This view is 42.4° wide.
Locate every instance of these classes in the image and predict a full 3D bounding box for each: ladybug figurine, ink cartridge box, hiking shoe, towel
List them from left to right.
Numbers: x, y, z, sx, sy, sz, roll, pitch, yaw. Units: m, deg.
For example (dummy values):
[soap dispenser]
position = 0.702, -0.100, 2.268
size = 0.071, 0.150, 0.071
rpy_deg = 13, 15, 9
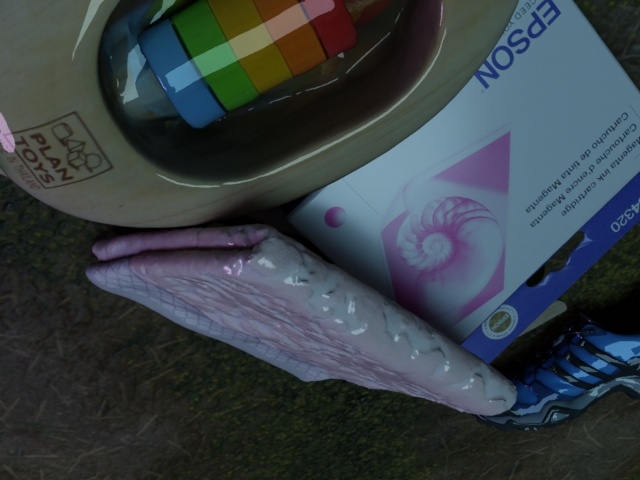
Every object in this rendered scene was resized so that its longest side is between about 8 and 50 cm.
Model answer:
[ladybug figurine]
position = -0.063, -0.176, 0.646
size = 0.449, 0.162, 0.305
rpy_deg = -24, 131, 2
[towel]
position = -0.026, 0.082, 0.802
size = 0.332, 0.317, 0.053
rpy_deg = 32, 69, -35
[ink cartridge box]
position = 0.183, -0.042, 0.822
size = 0.324, 0.071, 0.330
rpy_deg = -46, 115, 6
[hiking shoe]
position = 0.336, 0.156, 1.095
size = 0.304, 0.113, 0.132
rpy_deg = -17, 100, 4

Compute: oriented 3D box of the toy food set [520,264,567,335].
[toy food set]
position = 0.181, 0.025, 0.942
size = 0.128, 0.071, 0.218
rpy_deg = -35, 125, 3

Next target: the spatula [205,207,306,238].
[spatula]
position = 0.000, 0.000, 0.905
size = 0.242, 0.019, 0.168
rpy_deg = 25, 111, -33
